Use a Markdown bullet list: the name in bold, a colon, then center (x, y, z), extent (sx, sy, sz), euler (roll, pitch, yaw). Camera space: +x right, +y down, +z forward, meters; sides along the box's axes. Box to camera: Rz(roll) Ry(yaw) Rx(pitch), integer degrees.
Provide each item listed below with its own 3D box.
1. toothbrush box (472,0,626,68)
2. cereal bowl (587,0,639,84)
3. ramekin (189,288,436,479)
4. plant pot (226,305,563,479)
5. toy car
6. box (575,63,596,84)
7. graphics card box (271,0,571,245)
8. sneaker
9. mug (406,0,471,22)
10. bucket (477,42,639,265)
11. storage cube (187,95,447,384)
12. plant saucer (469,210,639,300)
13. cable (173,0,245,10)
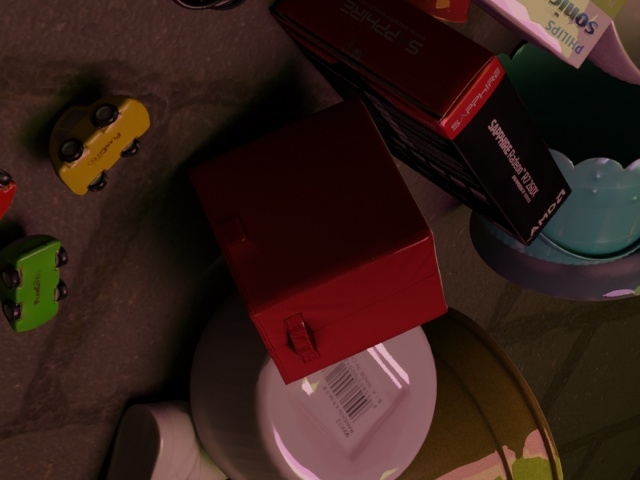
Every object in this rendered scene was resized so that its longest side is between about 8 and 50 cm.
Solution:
- **toothbrush box**: center (0.233, -0.342, 1.226), extent (0.206, 0.122, 0.283), euler (28, 100, -36)
- **cereal bowl**: center (0.392, -0.359, 1.584), extent (0.339, 0.141, 0.339), euler (-16, 114, -40)
- **ramekin**: center (0.002, 0.169, 1.503), extent (0.277, 0.135, 0.277), euler (1, 89, -33)
- **plant pot**: center (0.071, 0.319, 1.751), extent (0.353, 0.366, 0.366), euler (-23, 141, -23)
- **toy car**: center (-0.262, -0.015, 1.144), extent (0.239, 0.053, 0.225), euler (-27, 143, -38)
- **box**: center (0.395, -0.282, 1.793), extent (0.137, 0.072, 0.126), euler (-5, 126, -55)
- **graphics card box**: center (0.120, -0.139, 1.381), extent (0.094, 0.233, 0.371), euler (-52, 151, -3)
- **sneaker**: center (-0.184, 0.315, 1.568), extent (0.169, 0.108, 0.292), euler (-6, 126, -50)
- **mug**: center (0.117, -0.319, 1.308), extent (0.150, 0.113, 0.169), euler (-11, 128, -53)
- **bucket**: center (0.326, -0.111, 1.665), extent (0.281, 0.281, 0.183), euler (-32, 142, -33)
- **storage cube**: center (0.000, 0.000, 1.337), extent (0.193, 0.215, 0.183), euler (-23, 150, -2)
- **plant saucer**: center (0.362, -0.036, 1.771), extent (0.317, 0.317, 0.043), euler (-34, 136, -30)
- **cable**: center (-0.063, -0.281, 1.147), extent (0.184, 0.047, 0.150), euler (-44, 150, -17)
